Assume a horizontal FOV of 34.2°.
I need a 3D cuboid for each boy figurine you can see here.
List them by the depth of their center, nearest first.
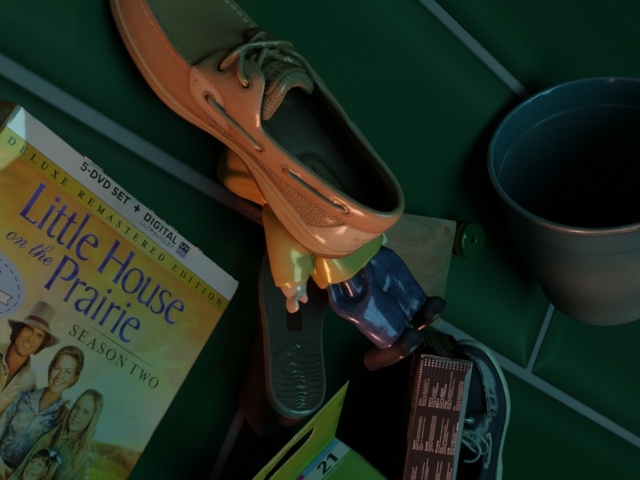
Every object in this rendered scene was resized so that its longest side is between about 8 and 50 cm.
[{"bbox_3d":[0.000,0.000,1.048,0.285,0.092,0.177,48,48,-10],"label":"boy figurine"}]

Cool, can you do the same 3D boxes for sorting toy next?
[{"bbox_3d":[0.089,0.032,1.243,0.274,0.046,0.132,6,95,-45],"label":"sorting toy"}]

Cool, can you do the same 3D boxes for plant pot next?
[{"bbox_3d":[0.368,-0.031,1.368,0.272,0.271,0.255,-49,144,-25],"label":"plant pot"}]

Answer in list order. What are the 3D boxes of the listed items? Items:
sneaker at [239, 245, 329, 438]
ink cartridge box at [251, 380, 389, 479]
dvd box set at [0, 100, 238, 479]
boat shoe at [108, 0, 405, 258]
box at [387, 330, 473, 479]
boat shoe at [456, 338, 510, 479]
[{"bbox_3d":[-0.048,0.096,1.116,0.083,0.118,0.222,14,60,-19],"label":"sneaker"},{"bbox_3d":[-0.009,0.294,1.092,0.189,0.097,0.255,-41,157,-30],"label":"ink cartridge box"},{"bbox_3d":[-0.277,0.136,0.904,0.307,0.062,0.420,44,69,-41],"label":"dvd box set"},{"bbox_3d":[-0.050,-0.139,0.944,0.341,0.110,0.121,47,58,-6],"label":"boat shoe"},{"bbox_3d":[0.119,0.251,1.216,0.216,0.060,0.270,-59,157,-86],"label":"box"},{"bbox_3d":[0.187,0.254,1.358,0.079,0.095,0.254,-30,128,-48],"label":"boat shoe"}]
